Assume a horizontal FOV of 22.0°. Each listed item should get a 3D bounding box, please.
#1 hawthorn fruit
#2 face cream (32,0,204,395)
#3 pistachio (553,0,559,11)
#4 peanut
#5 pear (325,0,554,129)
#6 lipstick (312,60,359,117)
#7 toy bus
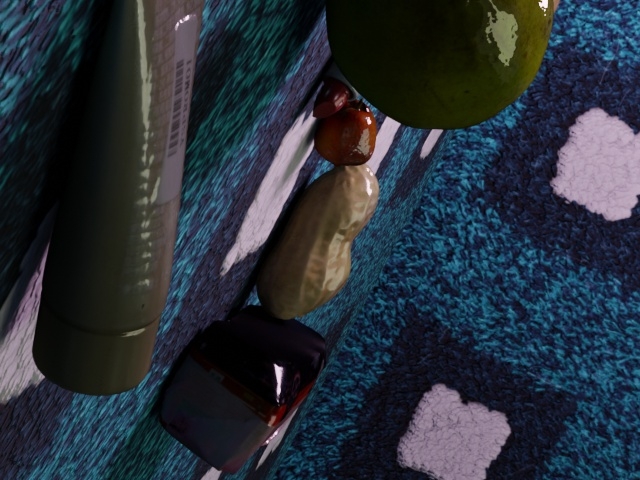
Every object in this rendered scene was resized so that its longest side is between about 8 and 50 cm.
[{"bbox_3d":[0.029,-0.120,1.839,0.077,0.077,0.077,-60,173,-13],"label":"hawthorn fruit"},{"bbox_3d":[-0.120,-0.058,1.046,0.137,0.084,0.341,-53,161,-58],"label":"face cream"},{"bbox_3d":[0.193,-0.303,1.924,0.181,0.162,0.293,-27,164,-16],"label":"pistachio"},{"bbox_3d":[0.000,0.000,1.972,0.214,0.099,0.090,-63,174,4],"label":"peanut"},{"bbox_3d":[0.106,-0.205,1.481,0.212,0.212,0.269,-59,168,-16],"label":"pear"},{"bbox_3d":[0.048,-0.197,1.731,0.186,0.057,0.063,-56,172,-20],"label":"lipstick"},{"bbox_3d":[-0.086,0.165,1.907,0.147,0.127,0.303,-57,175,7],"label":"toy bus"}]
